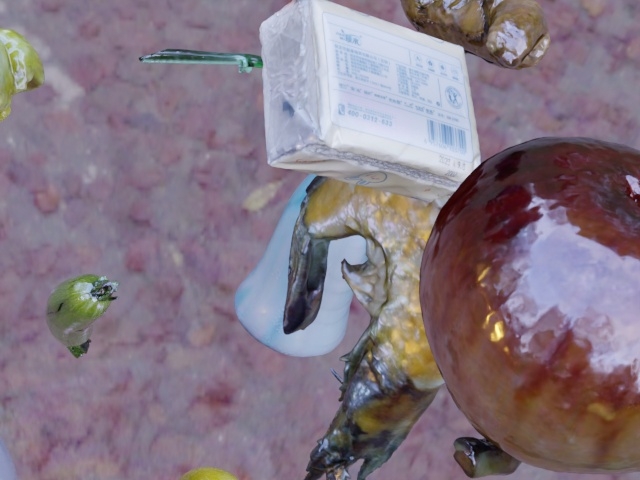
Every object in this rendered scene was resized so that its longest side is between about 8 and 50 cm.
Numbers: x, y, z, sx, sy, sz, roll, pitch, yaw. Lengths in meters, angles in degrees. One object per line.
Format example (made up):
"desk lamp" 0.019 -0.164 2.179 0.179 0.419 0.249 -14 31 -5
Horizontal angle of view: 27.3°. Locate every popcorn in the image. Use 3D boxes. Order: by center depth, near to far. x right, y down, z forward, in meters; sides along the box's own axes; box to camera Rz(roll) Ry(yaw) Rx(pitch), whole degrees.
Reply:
"popcorn" -0.587 -0.238 2.062 0.174 0.225 0.286 54 25 13

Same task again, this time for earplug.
"earplug" 0.000 0.000 1.986 0.185 0.324 0.185 14 38 -11

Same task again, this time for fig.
"fig" 0.174 0.045 0.847 0.235 0.214 0.235 -4 52 5

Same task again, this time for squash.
"squash" -0.334 0.097 1.794 0.071 0.318 0.080 -37 86 -24

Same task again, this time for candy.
"candy" -0.109 -0.246 1.816 0.323 0.097 0.097 -2 58 -38

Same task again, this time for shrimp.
"shrimp" 0.033 0.103 1.472 0.085 0.445 0.272 -15 47 -41

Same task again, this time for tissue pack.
"tissue pack" 0.044 -0.125 1.196 0.196 0.092 0.148 13 64 -38

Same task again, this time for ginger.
"ginger" 0.204 -0.293 1.725 0.107 0.133 0.309 -50 43 -1

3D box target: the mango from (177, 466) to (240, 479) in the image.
"mango" -0.153 0.387 1.756 0.098 0.195 0.137 -8 49 -32

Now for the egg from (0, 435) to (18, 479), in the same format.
"egg" -0.364 0.253 1.202 0.176 0.232 0.176 8 27 -4
